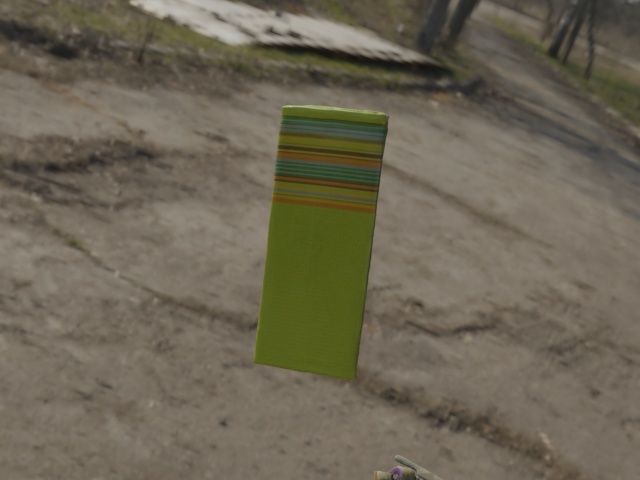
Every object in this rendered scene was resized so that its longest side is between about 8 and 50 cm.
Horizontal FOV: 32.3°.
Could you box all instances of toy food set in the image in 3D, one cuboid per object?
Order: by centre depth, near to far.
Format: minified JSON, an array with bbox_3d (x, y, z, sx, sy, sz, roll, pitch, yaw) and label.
[{"bbox_3d":[0.076,0.255,1.059,0.078,0.019,0.122,28,43,12],"label":"toy food set"}]

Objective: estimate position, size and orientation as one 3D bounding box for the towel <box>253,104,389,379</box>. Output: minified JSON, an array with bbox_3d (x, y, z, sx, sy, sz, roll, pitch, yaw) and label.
[{"bbox_3d":[0.000,0.000,0.980,0.102,0.237,0.021,8,4,23],"label":"towel"}]
